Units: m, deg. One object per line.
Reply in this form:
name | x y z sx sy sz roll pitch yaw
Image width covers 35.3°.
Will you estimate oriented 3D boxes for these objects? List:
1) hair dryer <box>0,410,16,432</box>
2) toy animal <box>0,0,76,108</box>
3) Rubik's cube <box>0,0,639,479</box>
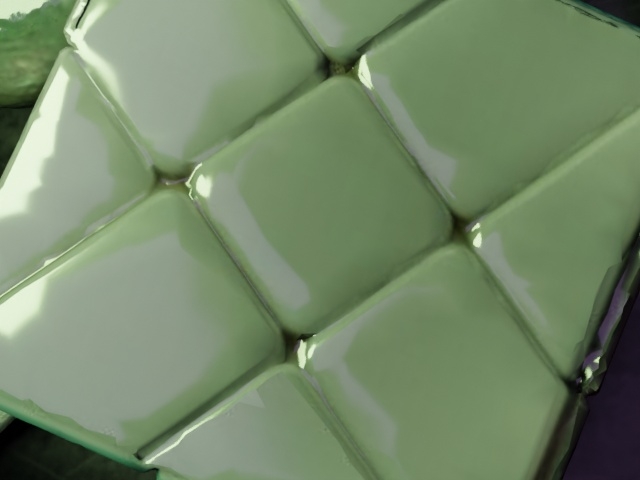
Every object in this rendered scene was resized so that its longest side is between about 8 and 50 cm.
hair dryer | -0.178 0.090 0.624 0.236 0.073 0.131 -40 77 12
toy animal | -0.113 -0.152 0.599 0.251 0.125 0.127 -4 104 20
Rubik's cube | 0.000 0.000 0.459 0.231 0.224 0.221 24 85 -1
